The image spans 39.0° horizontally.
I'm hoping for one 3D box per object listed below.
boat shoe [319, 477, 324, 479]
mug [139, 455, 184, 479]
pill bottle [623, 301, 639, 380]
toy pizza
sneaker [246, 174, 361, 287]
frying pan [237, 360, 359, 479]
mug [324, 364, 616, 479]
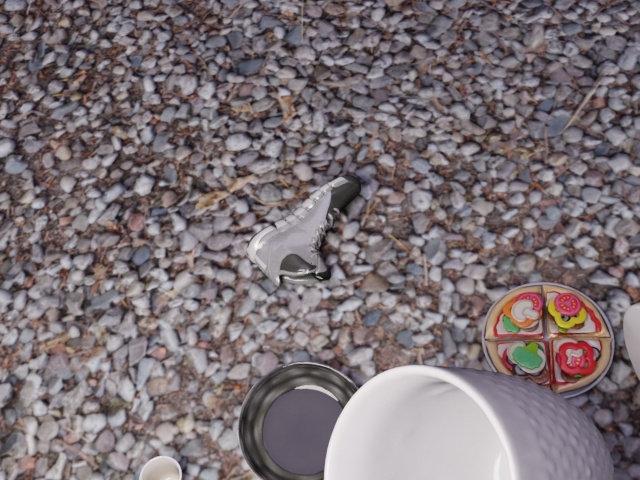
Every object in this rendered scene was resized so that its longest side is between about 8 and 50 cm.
[{"bbox_3d":[0.047,0.460,1.184,0.105,0.113,0.306,-30,57,6],"label":"boat shoe"},{"bbox_3d":[-0.230,0.362,1.322,0.062,0.064,0.078,20,64,19],"label":"mug"},{"bbox_3d":[0.634,0.111,1.277,0.362,0.210,0.210,-19,58,-4],"label":"pill bottle"},{"bbox_3d":[0.351,0.148,1.396,0.201,0.032,0.201,-3,58,6],"label":"toy pizza"},{"bbox_3d":[0.000,0.000,1.515,0.228,0.086,0.132,-37,65,-3],"label":"sneaker"},{"bbox_3d":[0.023,0.318,1.322,0.326,0.053,0.197,41,78,17],"label":"frying pan"},{"bbox_3d":[0.199,0.347,1.134,0.276,0.328,0.374,22,97,44],"label":"mug"}]
